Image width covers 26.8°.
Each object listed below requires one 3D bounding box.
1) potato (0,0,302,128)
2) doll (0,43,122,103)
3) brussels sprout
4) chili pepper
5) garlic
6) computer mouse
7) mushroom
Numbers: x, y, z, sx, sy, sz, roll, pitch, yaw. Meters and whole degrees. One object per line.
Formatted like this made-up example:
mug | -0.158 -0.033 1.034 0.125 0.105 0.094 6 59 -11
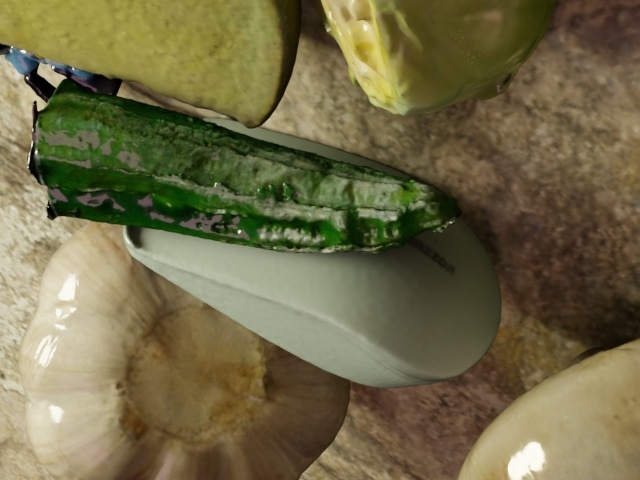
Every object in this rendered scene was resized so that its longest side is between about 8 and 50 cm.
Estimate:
potato | -0.117 -0.165 0.700 0.255 0.112 0.269 35 142 -21
doll | -0.203 -0.143 0.801 0.195 0.070 0.096 24 123 -3
brussels sprout | 0.053 -0.138 0.608 0.149 0.122 0.151 62 178 20
chili pepper | -0.037 -0.033 0.715 0.227 0.059 0.088 9 145 8
garlic | -0.093 0.069 0.890 0.218 0.218 0.212 46 173 -17
computer mouse | 0.000 0.000 0.779 0.231 0.128 0.079 26 139 0
mushroom | 0.187 0.142 0.785 0.226 0.178 0.226 -7 141 -6
